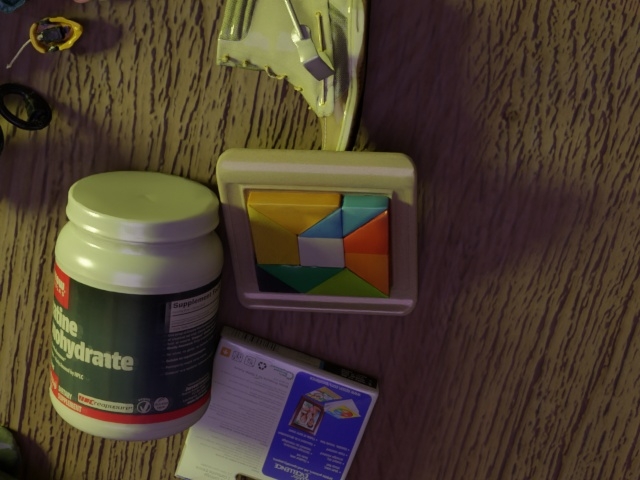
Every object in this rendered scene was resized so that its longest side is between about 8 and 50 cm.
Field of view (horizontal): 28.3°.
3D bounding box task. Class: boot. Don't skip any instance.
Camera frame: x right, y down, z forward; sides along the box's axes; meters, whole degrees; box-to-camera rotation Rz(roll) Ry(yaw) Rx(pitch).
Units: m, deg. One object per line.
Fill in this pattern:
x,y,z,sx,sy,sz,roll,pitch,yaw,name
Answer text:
-0.033,-0.182,1.404,0.165,0.077,0.213,7,106,4,boot

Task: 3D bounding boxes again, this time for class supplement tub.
-0.211,0.074,1.460,0.191,0.191,0.272,8,111,4,supplement tub

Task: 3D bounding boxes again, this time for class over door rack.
0.026,-0.360,1.277,0.240,0.108,0.324,-25,89,16,over door rack

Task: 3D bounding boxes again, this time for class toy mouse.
-0.305,-0.286,1.424,0.161,0.031,0.143,-16,108,13,toy mouse

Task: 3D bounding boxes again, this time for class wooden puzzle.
0.000,0.000,1.444,0.221,0.044,0.238,2,134,7,wooden puzzle

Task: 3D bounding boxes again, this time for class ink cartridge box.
-0.056,0.233,1.577,0.206,0.045,0.208,20,110,0,ink cartridge box

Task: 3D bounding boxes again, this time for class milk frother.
-0.401,-0.114,1.472,0.143,0.129,0.135,9,159,-32,milk frother

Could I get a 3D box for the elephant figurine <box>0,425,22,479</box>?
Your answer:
-0.462,0.307,1.610,0.186,0.169,0.239,-33,87,-12,elephant figurine
